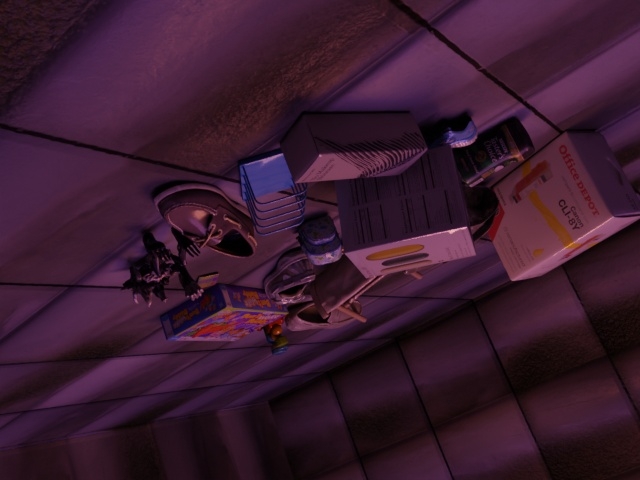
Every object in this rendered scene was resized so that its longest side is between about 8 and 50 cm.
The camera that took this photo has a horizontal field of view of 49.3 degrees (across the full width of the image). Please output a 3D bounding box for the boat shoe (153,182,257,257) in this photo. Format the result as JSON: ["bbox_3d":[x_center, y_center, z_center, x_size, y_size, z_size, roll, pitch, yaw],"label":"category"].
[{"bbox_3d":[-0.229,-0.033,1.465,0.116,0.097,0.324,-26,161,14],"label":"boat shoe"}]

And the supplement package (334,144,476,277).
[{"bbox_3d":[0.190,-0.057,1.552,0.262,0.198,0.199,-13,158,14],"label":"supplement package"}]

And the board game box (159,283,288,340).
[{"bbox_3d":[-0.289,0.229,2.154,0.233,0.078,0.347,-29,160,22],"label":"board game box"}]

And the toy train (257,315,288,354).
[{"bbox_3d":[-0.152,0.301,2.397,0.105,0.144,0.248,-16,161,-16],"label":"toy train"}]

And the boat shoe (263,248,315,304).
[{"bbox_3d":[-0.086,0.130,2.059,0.118,0.103,0.320,-13,159,-25],"label":"boat shoe"}]

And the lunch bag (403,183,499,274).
[{"bbox_3d":[0.358,-0.042,1.982,0.287,0.169,0.235,-14,158,-43],"label":"lunch bag"}]

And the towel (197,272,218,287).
[{"bbox_3d":[-0.312,0.111,1.909,0.060,0.009,0.083,-12,158,-24],"label":"towel"}]

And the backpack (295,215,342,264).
[{"bbox_3d":[0.000,0.000,1.779,0.104,0.114,0.084,-16,141,-10],"label":"backpack"}]

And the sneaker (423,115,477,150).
[{"bbox_3d":[0.266,-0.233,1.541,0.162,0.063,0.073,-24,143,-2],"label":"sneaker"}]

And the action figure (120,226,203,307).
[{"bbox_3d":[-0.360,0.083,1.585,0.164,0.141,0.276,-16,158,-28],"label":"action figure"}]

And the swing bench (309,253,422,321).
[{"bbox_3d":[0.124,0.105,2.087,0.253,0.165,0.254,-39,153,21],"label":"swing bench"}]

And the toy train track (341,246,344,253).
[{"bbox_3d":[0.059,0.040,2.111,0.048,0.014,0.083,-18,162,-10],"label":"toy train track"}]

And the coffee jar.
[{"bbox_3d":[0.416,-0.210,1.680,0.184,0.096,0.079,-29,163,18],"label":"coffee jar"}]

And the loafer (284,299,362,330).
[{"bbox_3d":[0.024,0.269,2.552,0.319,0.112,0.111,-9,166,-30],"label":"loafer"}]

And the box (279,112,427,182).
[{"bbox_3d":[0.068,-0.185,1.375,0.275,0.094,0.113,-9,159,-34],"label":"box"}]

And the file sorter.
[{"bbox_3d":[-0.093,-0.097,1.429,0.118,0.105,0.170,-18,161,-11],"label":"file sorter"}]

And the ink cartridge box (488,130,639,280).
[{"bbox_3d":[0.663,-0.095,1.985,0.160,0.279,0.384,-5,155,-37],"label":"ink cartridge box"}]
